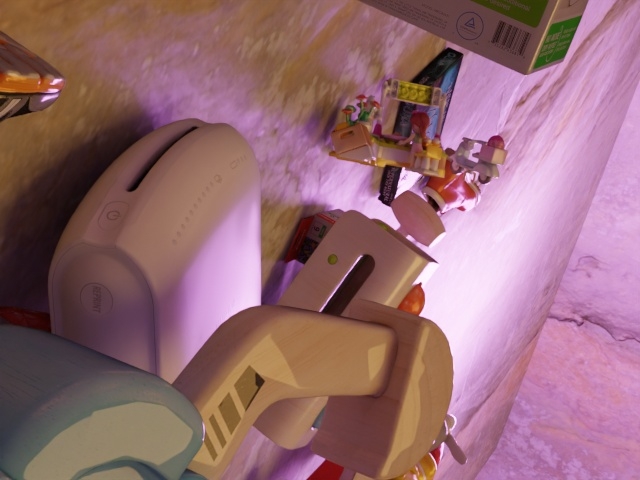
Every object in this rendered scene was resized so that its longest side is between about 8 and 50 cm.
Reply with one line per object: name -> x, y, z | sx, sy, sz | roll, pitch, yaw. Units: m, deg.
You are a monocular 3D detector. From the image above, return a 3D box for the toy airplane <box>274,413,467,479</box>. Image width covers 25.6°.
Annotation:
toy airplane -> 0.067, 0.391, 2.041 | 0.384, 0.272, 0.386 | -58, 163, -12

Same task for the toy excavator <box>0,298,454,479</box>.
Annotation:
toy excavator -> -0.121, 0.150, 0.935 | 0.445, 0.222, 0.433 | -56, 131, -17

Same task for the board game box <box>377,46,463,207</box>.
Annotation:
board game box -> 0.130, -0.146, 1.836 | 0.126, 0.026, 0.186 | -46, 157, -43

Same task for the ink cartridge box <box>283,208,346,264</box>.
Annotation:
ink cartridge box -> 0.000, 0.000, 1.674 | 0.062, 0.029, 0.115 | -66, 163, 16

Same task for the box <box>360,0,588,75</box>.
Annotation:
box -> 0.115, -0.297, 1.172 | 0.127, 0.262, 0.231 | -27, 140, -63

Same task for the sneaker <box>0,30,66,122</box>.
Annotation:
sneaker -> -0.235, -0.079, 0.809 | 0.215, 0.084, 0.083 | -15, 133, -55

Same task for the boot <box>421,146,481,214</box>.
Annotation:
boot -> 0.188, -0.069, 2.080 | 0.084, 0.059, 0.158 | -56, 154, -10

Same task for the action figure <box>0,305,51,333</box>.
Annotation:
action figure -> -0.286, 0.191, 1.070 | 0.091, 0.139, 0.280 | 66, 31, -66

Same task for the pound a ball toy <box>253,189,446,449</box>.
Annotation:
pound a ball toy -> 0.044, 0.093, 1.684 | 0.319, 0.136, 0.208 | -53, 166, 5

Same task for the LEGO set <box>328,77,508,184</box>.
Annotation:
LEGO set -> 0.088, -0.135, 1.609 | 0.287, 0.132, 0.107 | 7, 93, -48

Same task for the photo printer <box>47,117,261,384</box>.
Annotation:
photo printer -> -0.127, 0.064, 1.156 | 0.256, 0.107, 0.307 | -57, 152, -59
